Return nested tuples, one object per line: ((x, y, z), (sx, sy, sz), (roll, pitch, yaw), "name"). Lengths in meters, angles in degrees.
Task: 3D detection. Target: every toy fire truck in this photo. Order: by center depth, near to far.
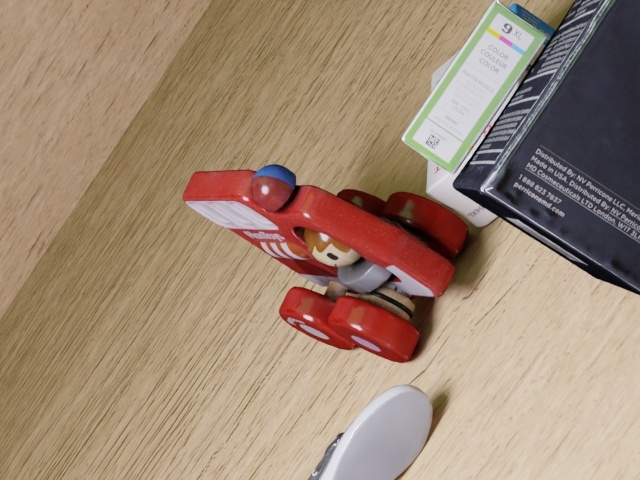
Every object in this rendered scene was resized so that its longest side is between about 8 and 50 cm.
((0.000, 0.000, 1.772), (0.302, 0.254, 0.169), (4, 66, 63), "toy fire truck")

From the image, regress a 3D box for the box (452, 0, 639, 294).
((0.275, -0.121, 1.383), (0.294, 0.183, 0.296), (-58, 1, 3), "box")

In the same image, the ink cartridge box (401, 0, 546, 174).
((0.159, -0.167, 1.496), (0.209, 0.062, 0.109), (-57, -1, 10), "ink cartridge box")

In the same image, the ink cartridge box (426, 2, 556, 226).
((0.196, -0.138, 1.767), (0.148, 0.086, 0.203), (-39, 30, 36), "ink cartridge box")

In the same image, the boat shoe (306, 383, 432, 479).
((0.033, 0.236, 1.664), (0.228, 0.080, 0.076), (-61, 25, 13), "boat shoe")
